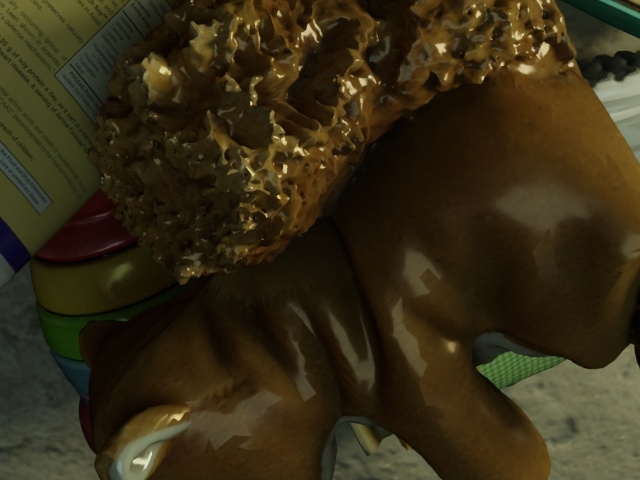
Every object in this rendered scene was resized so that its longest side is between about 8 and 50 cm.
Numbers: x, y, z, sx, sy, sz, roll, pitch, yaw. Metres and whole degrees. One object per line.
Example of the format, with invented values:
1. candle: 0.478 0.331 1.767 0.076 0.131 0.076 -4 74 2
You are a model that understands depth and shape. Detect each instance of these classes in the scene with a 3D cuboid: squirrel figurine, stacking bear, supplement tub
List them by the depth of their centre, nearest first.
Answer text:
1. squirrel figurine: 0.000 0.000 1.034 0.370 0.281 0.397 -27 120 4
2. supplement tub: -0.184 -0.154 1.045 0.331 0.241 0.241 -46 118 -11
3. stacking bear: -0.143 0.011 1.241 0.175 0.164 0.289 -19 115 2

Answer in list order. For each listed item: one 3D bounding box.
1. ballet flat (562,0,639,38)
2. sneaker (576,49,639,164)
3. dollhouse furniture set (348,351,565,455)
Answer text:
1. ballet flat: 0.171 -0.209 1.223 0.232 0.080 0.073 18 86 -20
2. sneaker: 0.304 -0.094 1.271 0.281 0.105 0.115 -9 111 2
3. dollhouse furniture set: 0.079 0.043 1.279 0.198 0.151 0.301 -25 117 2
